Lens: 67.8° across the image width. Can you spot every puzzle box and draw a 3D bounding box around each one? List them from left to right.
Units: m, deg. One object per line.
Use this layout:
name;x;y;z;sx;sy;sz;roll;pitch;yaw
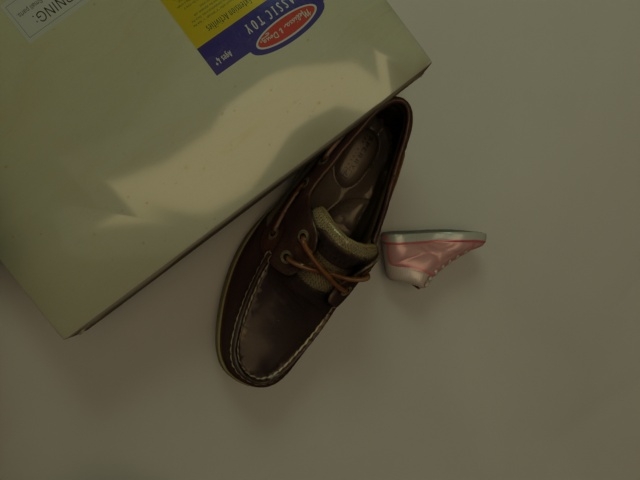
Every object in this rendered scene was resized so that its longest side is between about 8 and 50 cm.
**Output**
puzzle box;-0.138;-0.143;0.433;0.409;0.052;0.272;-37;91;-4

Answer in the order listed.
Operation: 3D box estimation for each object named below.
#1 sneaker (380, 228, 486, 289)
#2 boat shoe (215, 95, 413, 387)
sneaker;0.138;0.022;0.580;0.134;0.051;0.070;-3;94;-14
boat shoe;0.000;0.000;0.496;0.123;0.123;0.342;33;82;-16
